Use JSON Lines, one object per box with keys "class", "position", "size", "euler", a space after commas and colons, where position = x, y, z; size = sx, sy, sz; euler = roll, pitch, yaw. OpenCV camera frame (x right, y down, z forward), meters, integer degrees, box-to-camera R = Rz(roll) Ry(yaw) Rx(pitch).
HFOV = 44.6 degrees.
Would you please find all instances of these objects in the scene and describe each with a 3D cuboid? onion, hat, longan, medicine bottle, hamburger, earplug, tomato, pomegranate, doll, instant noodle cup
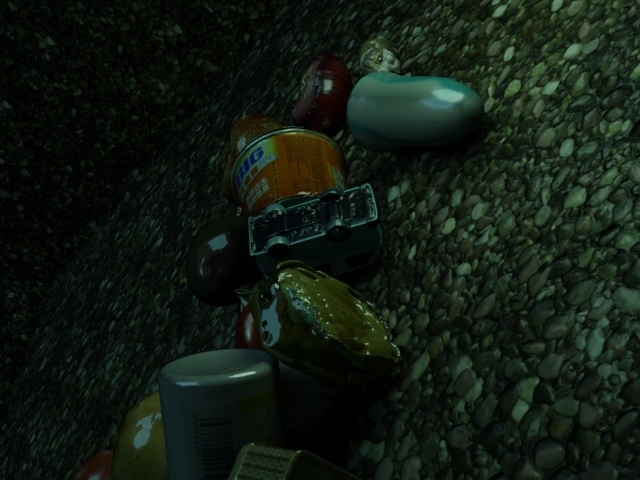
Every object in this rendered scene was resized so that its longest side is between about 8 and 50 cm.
{"class": "onion", "position": [0.008, -0.398, 2.178], "size": [0.248, 0.161, 0.248], "euler": [-51, 15, 20]}
{"class": "hat", "position": [-0.117, 0.155, 1.875], "size": [0.166, 0.144, 0.173], "euler": [-33, 77, 50]}
{"class": "longan", "position": [-0.235, 0.046, 2.017], "size": [0.246, 0.215, 0.246], "euler": [-171, 90, -72]}
{"class": "medicine bottle", "position": [-0.158, 0.373, 1.342], "size": [0.208, 0.208, 0.339], "euler": [7, 104, 63]}
{"class": "hamburger", "position": [-0.001, 0.156, 1.405], "size": [0.134, 0.265, 0.285], "euler": [-52, 23, 16]}
{"class": "earplug", "position": [0.217, -0.268, 1.653], "size": [0.324, 0.185, 0.185], "euler": [18, 76, 58]}
{"class": "medicine bottle", "position": [-0.067, 0.318, 1.483], "size": [0.237, 0.139, 0.139], "euler": [-55, 24, 17]}
{"class": "tomato", "position": [-0.164, -0.215, 2.193], "size": [0.270, 0.223, 0.270], "euler": [-167, 90, -78]}
{"class": "pomegranate", "position": [-0.288, 0.436, 1.597], "size": [0.307, 0.307, 0.307], "euler": [-42, 29, 29]}
{"class": "doll", "position": [0.154, -0.488, 2.081], "size": [0.115, 0.105, 0.221], "euler": [-42, 29, 31]}
{"class": "instant noodle cup", "position": [-0.058, -0.084, 1.798], "size": [0.296, 0.296, 0.214], "euler": [-44, 35, 25]}
{"class": "tomato", "position": [-0.482, 0.590, 1.823], "size": [0.184, 0.208, 0.208], "euler": [-3, 57, 52]}
{"class": "tomato", "position": [-0.080, 0.190, 1.612], "size": [0.195, 0.195, 0.136], "euler": [-61, -9, -9]}

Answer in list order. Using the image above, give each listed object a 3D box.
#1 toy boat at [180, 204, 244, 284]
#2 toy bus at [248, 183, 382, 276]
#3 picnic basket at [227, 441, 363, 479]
{"class": "toy boat", "position": [-0.296, 0.010, 2.315], "size": [0.318, 0.099, 0.141], "euler": [-58, 21, 4]}
{"class": "toy bus", "position": [0.000, 0.000, 1.642], "size": [0.271, 0.164, 0.133], "euler": [-16, 41, 7]}
{"class": "picnic basket", "position": [-0.058, 0.485, 1.159], "size": [0.175, 0.228, 0.312], "euler": [-14, 48, 53]}
